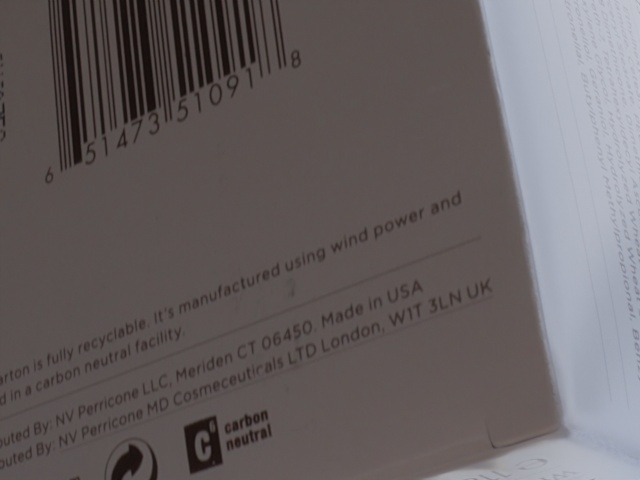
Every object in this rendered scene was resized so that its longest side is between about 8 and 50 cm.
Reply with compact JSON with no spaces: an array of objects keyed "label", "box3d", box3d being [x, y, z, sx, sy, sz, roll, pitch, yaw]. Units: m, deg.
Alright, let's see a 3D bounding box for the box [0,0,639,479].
[{"label":"box","box3d":[0.000,0.000,0.459,0.181,0.119,0.182,-23,-117,31]}]
